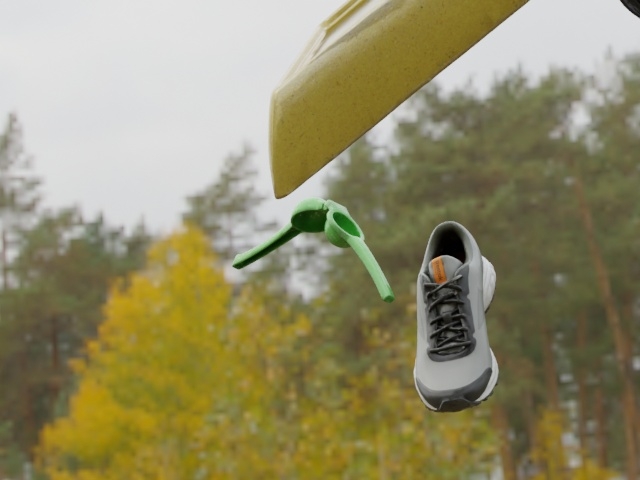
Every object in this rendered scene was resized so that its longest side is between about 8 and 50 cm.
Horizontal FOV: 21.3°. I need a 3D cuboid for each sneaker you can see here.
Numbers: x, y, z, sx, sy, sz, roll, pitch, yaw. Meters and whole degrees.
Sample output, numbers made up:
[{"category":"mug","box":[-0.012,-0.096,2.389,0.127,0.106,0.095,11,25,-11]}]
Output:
[{"category":"sneaker","box":[0.149,0.090,1.999,0.100,0.271,0.108,-12,-48,15]}]

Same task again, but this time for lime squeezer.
[{"category":"lime squeezer","box":[0.000,0.000,2.100,0.310,0.110,0.059,12,-28,50]}]

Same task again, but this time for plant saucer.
[{"category":"plant saucer","box":[0.083,-0.215,1.626,0.333,0.081,0.333,-39,11,23]}]

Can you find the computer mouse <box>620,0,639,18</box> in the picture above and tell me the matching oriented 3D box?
[{"category":"computer mouse","box":[0.395,-0.268,1.541,0.262,0.184,0.060,-46,5,21]}]
